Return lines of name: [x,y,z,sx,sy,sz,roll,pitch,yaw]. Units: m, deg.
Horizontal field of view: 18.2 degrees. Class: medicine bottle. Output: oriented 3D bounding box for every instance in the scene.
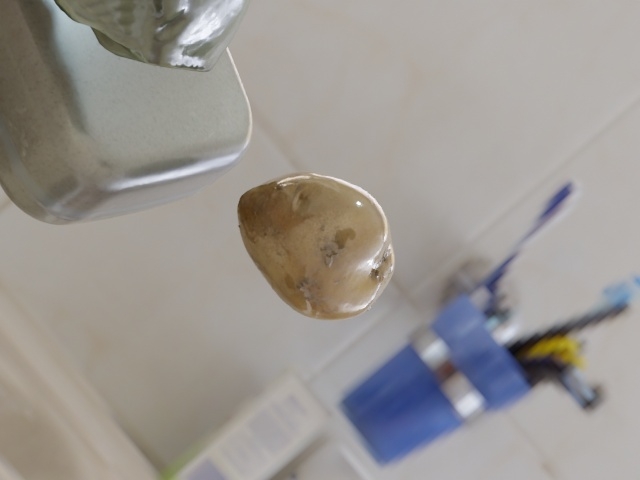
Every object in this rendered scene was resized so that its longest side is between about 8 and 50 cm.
medicine bottle: [-0.210,-0.203,1.630,0.282,0.123,0.375,-15,78,-55]

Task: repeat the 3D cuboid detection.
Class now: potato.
potato: [0.001,0.001,1.608,0.147,0.112,0.112,39,6,-39]

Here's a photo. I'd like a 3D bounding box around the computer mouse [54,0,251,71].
computer mouse: [-0.131,-0.317,1.381,0.429,0.145,0.228,66,32,-22]
